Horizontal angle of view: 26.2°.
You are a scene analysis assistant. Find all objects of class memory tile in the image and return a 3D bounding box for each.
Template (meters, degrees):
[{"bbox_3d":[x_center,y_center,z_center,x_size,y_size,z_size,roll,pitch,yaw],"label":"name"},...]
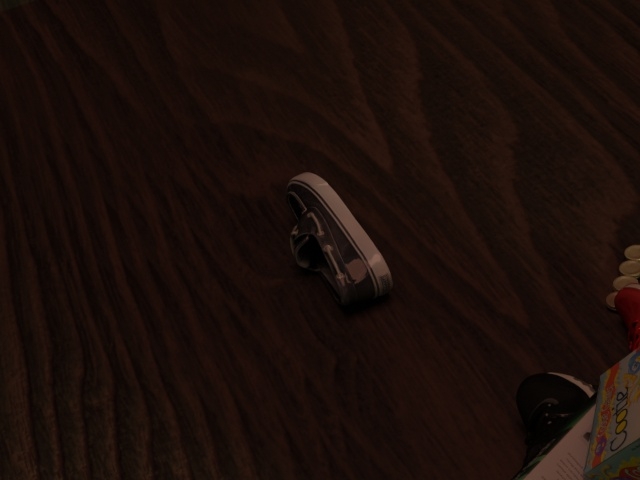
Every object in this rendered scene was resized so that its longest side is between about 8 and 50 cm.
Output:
[{"bbox_3d":[0.483,0.060,1.988,0.113,0.012,0.148,7,41,25],"label":"memory tile"}]

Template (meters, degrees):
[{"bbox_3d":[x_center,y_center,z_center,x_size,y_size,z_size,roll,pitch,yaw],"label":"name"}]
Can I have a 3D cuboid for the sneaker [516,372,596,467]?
[{"bbox_3d":[0.295,0.252,1.675,0.124,0.107,0.283,9,27,-28],"label":"sneaker"}]

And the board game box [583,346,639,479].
[{"bbox_3d":[0.449,0.235,1.500,0.275,0.142,0.144,28,50,-10],"label":"board game box"}]

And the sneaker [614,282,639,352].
[{"bbox_3d":[0.428,0.145,1.833,0.128,0.087,0.221,-22,36,-14],"label":"sneaker"}]

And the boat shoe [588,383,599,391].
[{"bbox_3d":[0.373,0.236,1.763,0.042,0.049,0.133,-9,39,-4],"label":"boat shoe"}]

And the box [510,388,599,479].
[{"bbox_3d":[0.324,0.318,1.518,0.232,0.058,0.322,49,52,7],"label":"box"}]

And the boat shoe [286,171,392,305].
[{"bbox_3d":[0.000,0.000,2.143,0.102,0.108,0.301,-22,45,-15],"label":"boat shoe"}]
